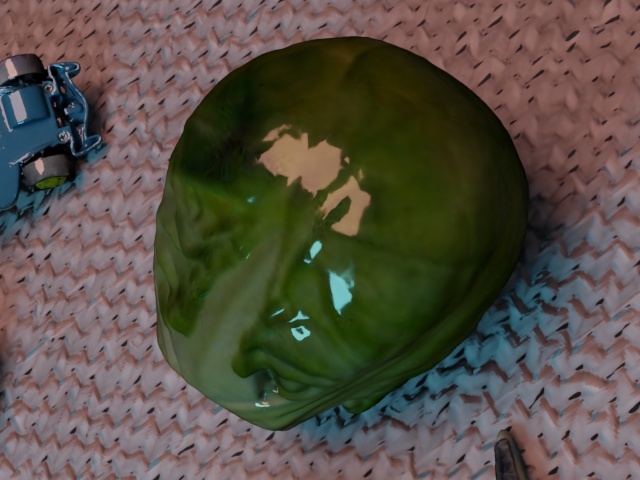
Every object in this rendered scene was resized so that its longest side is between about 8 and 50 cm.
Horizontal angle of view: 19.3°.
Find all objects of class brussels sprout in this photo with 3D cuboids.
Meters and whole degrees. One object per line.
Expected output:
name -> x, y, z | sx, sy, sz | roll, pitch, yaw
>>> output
brussels sprout -> 0.000, 0.000, 1.177 | 0.219, 0.210, 0.271 | 44, 112, 21

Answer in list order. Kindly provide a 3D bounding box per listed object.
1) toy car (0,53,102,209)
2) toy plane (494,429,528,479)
toy car -> -0.257, -0.081, 1.500 | 0.161, 0.098, 0.126 | -18, 81, -5
toy plane -> 0.109, 0.210, 1.058 | 0.192, 0.088, 0.262 | -55, 36, 38
